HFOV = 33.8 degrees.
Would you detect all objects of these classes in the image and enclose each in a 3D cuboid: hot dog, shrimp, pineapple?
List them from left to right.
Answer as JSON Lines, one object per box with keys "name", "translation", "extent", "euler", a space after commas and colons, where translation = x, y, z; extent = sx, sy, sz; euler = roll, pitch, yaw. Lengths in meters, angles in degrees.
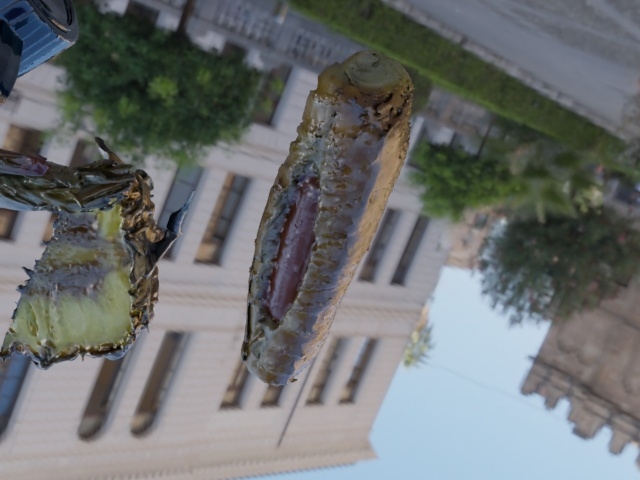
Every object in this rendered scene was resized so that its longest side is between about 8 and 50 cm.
{"name": "shrimp", "translation": [-0.284, -0.066, 0.962], "extent": [0.235, 0.053, 0.133], "euler": [8, 156, 14]}
{"name": "pineapple", "translation": [-0.238, 0.028, 1.249], "extent": [0.158, 0.335, 0.161], "euler": [31, -155, 12]}
{"name": "hot dog", "translation": [0.001, 0.000, 0.719], "extent": [0.083, 0.289, 0.068], "euler": [-25, -123, -36]}

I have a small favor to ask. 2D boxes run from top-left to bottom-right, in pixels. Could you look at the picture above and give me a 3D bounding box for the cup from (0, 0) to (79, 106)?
{"name": "cup", "translation": [-0.228, -0.124, 0.651], "extent": [0.150, 0.138, 0.113], "euler": [65, -171, 11]}
